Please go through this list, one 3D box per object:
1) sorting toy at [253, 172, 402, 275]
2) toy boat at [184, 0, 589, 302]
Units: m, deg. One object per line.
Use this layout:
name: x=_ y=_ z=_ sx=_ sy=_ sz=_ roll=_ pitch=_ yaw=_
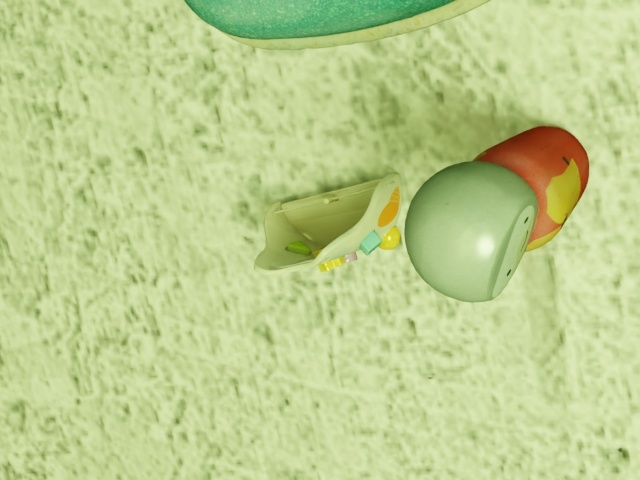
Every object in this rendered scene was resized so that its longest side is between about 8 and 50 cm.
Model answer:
sorting toy: x=0.000 y=0.000 z=0.876 sx=0.083 sy=0.075 sz=0.044 roll=-13 pitch=102 yaw=33
toy boat: x=0.041 y=-0.132 z=0.756 sx=0.268 sy=0.148 sz=0.318 roll=-20 pitch=98 yaw=33
